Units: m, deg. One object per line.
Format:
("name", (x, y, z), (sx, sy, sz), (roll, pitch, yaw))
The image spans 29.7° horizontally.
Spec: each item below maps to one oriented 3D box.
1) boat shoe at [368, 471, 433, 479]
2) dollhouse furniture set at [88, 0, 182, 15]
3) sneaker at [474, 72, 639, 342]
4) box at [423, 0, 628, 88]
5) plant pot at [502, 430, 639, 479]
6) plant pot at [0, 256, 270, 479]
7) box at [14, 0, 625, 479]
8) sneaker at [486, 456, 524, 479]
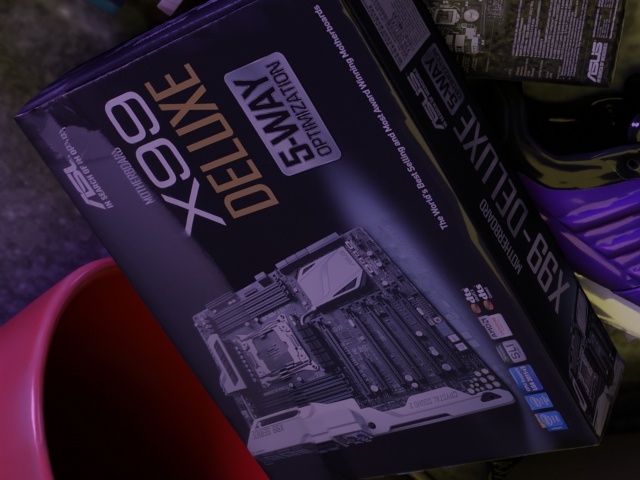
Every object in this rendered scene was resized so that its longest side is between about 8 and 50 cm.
("boat shoe", (0.073, 0.286, 0.924), (0.116, 0.097, 0.324), (-24, 116, 16))
("dollhouse furniture set", (-0.173, -0.160, 0.666), (0.183, 0.129, 0.129), (36, 116, -16))
("sneaker", (0.209, -0.020, 0.738), (0.293, 0.102, 0.146), (19, 118, -7))
("box", (0.099, -0.185, 0.664), (0.147, 0.077, 0.180), (4, 120, 2))
("plant pot", (0.205, 0.242, 0.821), (0.191, 0.284, 0.284), (25, 125, 30))
("plant pot", (-0.174, 0.176, 0.801), (0.243, 0.275, 0.275), (-23, 116, 27))
("box", (0.000, 0.000, 0.708), (0.242, 0.076, 0.307), (-17, 115, 36))
("sneaker", (0.138, 0.176, 0.892), (0.031, 0.035, 0.083), (-6, 119, 6))
